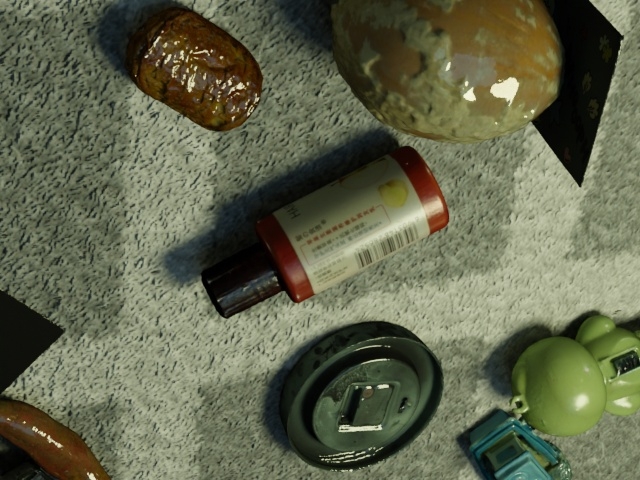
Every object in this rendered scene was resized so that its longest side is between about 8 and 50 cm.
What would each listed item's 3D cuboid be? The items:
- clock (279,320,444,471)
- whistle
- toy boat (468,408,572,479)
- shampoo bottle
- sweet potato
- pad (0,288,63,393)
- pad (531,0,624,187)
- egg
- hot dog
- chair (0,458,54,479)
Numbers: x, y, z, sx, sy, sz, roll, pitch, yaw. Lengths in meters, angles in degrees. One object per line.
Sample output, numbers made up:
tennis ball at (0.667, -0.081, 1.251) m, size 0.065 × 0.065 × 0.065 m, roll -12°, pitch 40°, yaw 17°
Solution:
clock at (0.051, 0.197, 1.736) m, size 0.215 × 0.042 × 0.215 m, roll -13°, pitch 126°, yaw -18°
whistle at (0.364, 0.175, 1.837) m, size 0.294 × 0.141 × 0.141 m, roll -16°, pitch 130°, yaw -37°
toy boat at (0.296, 0.334, 1.913) m, size 0.109 × 0.098 × 0.238 m, roll -37°, pitch 131°, yaw 6°
shampoo bottle at (0.000, 0.000, 1.531) m, size 0.278 × 0.104 × 0.104 m, roll -28°, pitch 130°, yaw -6°
sweet potato at (-0.300, 0.247, 1.579) m, size 0.058 × 0.078 × 0.255 m, roll -37°, pitch 118°, yaw 10°
pad at (-0.423, 0.150, 1.498) m, size 0.265 × 0.009 × 0.159 m, roll -43°, pitch 132°, yaw 7°
pad at (0.244, -0.188, 1.426) m, size 0.006 × 0.245 × 0.170 m, roll 1°, pitch 123°, yaw -16°
egg at (0.129, -0.198, 1.383) m, size 0.245 × 0.203 × 0.203 m, roll 22°, pitch 115°, yaw 0°
hot dog at (-0.128, -0.170, 1.377) m, size 0.147 × 0.065 × 0.099 m, roll 29°, pitch 108°, yaw -25°
chair at (-0.380, 0.297, 1.559) m, size 0.140 × 0.145 × 0.221 m, roll -41°, pitch 86°, yaw 8°
